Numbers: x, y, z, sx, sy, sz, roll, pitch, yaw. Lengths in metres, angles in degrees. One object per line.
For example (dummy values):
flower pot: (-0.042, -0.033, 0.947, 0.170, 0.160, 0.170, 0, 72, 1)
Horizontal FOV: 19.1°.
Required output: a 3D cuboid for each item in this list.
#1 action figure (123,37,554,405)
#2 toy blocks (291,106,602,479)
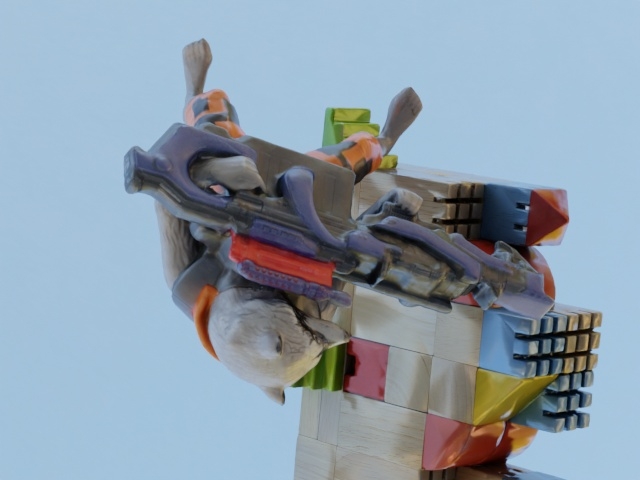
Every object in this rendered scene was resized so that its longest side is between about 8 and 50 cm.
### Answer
action figure: (0.000, 0.000, 1.481, 0.341, 0.330, 0.178, 23, -50, -9)
toy blocks: (0.114, 0.091, 1.585, 0.191, 0.261, 0.381, -2, -81, -47)
